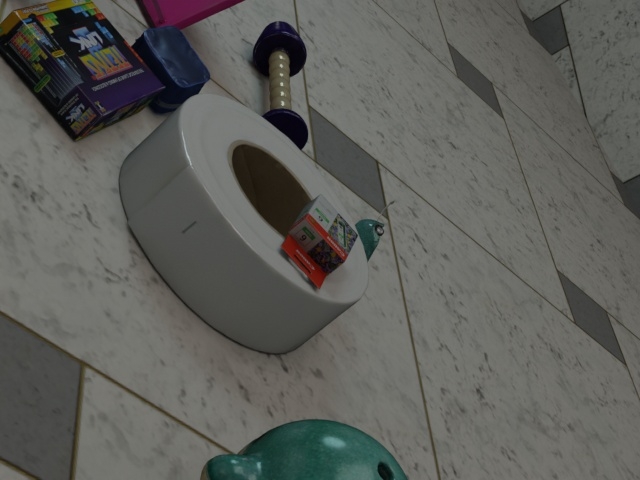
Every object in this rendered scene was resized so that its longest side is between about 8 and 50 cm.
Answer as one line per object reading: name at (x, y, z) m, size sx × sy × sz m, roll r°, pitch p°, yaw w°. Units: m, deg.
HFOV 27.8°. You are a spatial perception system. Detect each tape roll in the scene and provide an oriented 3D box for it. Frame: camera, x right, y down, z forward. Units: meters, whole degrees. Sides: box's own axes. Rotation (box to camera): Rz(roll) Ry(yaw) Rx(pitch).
tape roll at (-0.079, -0.021, 1.394) m, size 0.286 × 0.100 × 0.286 m, roll 40°, pitch 25°, yaw -24°

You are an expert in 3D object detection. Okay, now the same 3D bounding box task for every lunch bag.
lunch bag at (-0.186, -0.200, 1.515) m, size 0.067 × 0.065 × 0.098 m, roll -21°, pitch 73°, yaw -50°

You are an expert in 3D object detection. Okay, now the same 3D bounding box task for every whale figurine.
whale figurine at (-0.006, 0.250, 1.063) m, size 0.216 × 0.141 × 0.272 m, roll 49°, pitch 23°, yaw -4°

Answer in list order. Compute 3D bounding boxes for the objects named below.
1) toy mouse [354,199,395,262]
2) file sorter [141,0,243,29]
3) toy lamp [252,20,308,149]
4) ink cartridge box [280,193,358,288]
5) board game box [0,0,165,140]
toy mouse at (0.039, 0.006, 1.535) m, size 0.031 × 0.143 × 0.161 m, roll 31°, pitch 2°, yaw -9°
file sorter at (-0.183, -0.453, 1.640) m, size 0.291 × 0.202 × 0.182 m, roll 62°, pitch -7°, yaw 25°
toy lamp at (-0.054, -0.215, 1.762) m, size 0.080 × 0.080 × 0.275 m, roll 37°, pitch 28°, yaw -28°
ink cartridge box at (0.000, 0.000, 1.339) m, size 0.063 × 0.029 × 0.115 m, roll 48°, pitch 23°, yaw -8°
board game box at (-0.257, -0.190, 1.388) m, size 0.141 × 0.048 × 0.170 m, roll 48°, pitch 23°, yaw -2°
